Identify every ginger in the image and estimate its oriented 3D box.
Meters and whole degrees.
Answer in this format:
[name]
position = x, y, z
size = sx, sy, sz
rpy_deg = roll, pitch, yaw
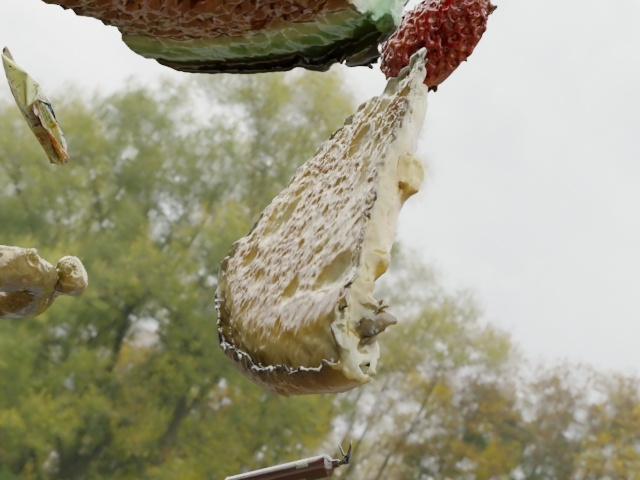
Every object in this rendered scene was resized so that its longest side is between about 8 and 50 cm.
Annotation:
[ginger]
position = -0.357, 0.053, 1.405
size = 0.133, 0.059, 0.214
rpy_deg = -20, -14, 17

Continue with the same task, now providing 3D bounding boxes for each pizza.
[pizza]
position = -0.017, 0.028, 1.361
size = 0.080, 0.435, 0.392
rpy_deg = 34, -40, -19

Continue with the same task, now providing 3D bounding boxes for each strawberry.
[strawberry]
position = 0.139, -0.271, 1.552
size = 0.082, 0.121, 0.188
rpy_deg = 5, -31, -35

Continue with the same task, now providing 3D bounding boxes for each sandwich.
[sandwich]
position = -0.104, -0.225, 0.795
size = 0.301, 0.162, 0.250
rpy_deg = 20, -16, -42

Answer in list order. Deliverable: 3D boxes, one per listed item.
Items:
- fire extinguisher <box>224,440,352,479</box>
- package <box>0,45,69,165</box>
[fire extinguisher]
position = -0.033, 0.286, 1.455
size = 0.173, 0.035, 0.049
rpy_deg = -17, -50, 19
[package]
position = -0.333, -0.154, 1.393
size = 0.121, 0.031, 0.108
rpy_deg = 53, -16, 36
